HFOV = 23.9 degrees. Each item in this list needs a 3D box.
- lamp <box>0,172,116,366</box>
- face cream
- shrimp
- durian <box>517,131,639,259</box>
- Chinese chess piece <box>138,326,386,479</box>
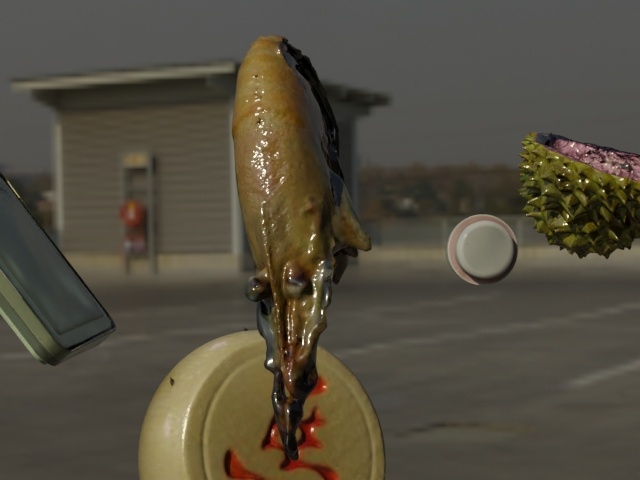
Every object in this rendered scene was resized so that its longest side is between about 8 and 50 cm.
[{"bbox_3d":[-0.366,0.026,1.839,0.047,0.269,0.266,-38,-1,5],"label":"lamp"},{"bbox_3d":[0.205,0.013,1.956,0.091,0.091,0.095,-1,-2,-6],"label":"face cream"},{"bbox_3d":[0.001,-0.001,0.886,0.066,0.262,0.117,-18,-21,31],"label":"shrimp"},{"bbox_3d":[0.250,-0.031,1.430,0.187,0.108,0.119,21,20,32],"label":"durian"},{"bbox_3d":[-0.059,0.224,1.560,0.273,0.273,0.102,-2,-12,-34],"label":"Chinese chess piece"}]
